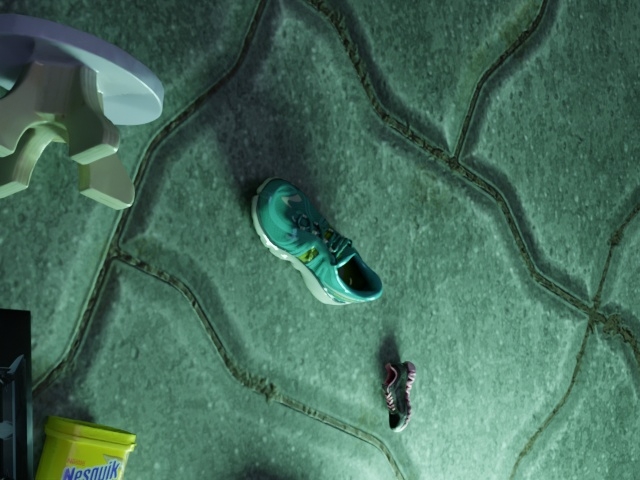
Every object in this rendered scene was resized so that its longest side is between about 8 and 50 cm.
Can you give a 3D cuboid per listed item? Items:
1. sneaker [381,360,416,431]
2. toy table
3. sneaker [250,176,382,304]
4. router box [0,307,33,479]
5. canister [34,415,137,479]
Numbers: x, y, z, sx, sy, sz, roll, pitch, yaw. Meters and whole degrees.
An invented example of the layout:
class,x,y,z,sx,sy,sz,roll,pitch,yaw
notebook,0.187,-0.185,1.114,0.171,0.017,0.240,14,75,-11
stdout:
class,x,y,z,sx,sy,sz,roll,pitch,yaw
sneaker,0.121,0.256,2.232,0.057,0.047,0.119,14,77,-35
toy table,-0.324,-0.154,1.679,0.274,0.252,0.161,19,65,-30
sneaker,0.000,0.000,2.054,0.275,0.110,0.107,46,64,-34
router box,-0.470,0.232,1.621,0.243,0.081,0.309,9,73,-42
canister,-0.327,0.331,1.811,0.126,0.073,0.170,19,82,-41
